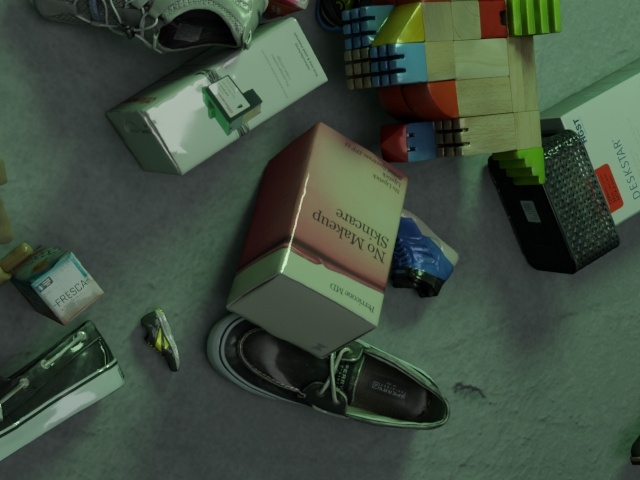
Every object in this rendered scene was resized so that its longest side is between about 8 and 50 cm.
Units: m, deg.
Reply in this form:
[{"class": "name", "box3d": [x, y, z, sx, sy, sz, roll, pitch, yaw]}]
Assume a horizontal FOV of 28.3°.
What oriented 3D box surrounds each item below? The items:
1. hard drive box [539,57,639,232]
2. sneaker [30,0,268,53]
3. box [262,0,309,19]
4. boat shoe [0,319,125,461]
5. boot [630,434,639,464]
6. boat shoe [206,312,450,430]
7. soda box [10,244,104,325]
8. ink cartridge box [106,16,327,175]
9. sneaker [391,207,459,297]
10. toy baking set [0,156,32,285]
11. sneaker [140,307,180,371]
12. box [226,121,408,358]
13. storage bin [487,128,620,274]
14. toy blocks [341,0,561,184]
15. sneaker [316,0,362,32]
[{"class": "hard drive box", "box3d": [0.435, -0.141, 1.806, 0.232, 0.089, 0.181, -30, 104, -19]}, {"class": "sneaker", "box3d": [-0.201, -0.271, 1.449, 0.281, 0.105, 0.115, 1, 57, 8]}, {"class": "box", "box3d": [-0.051, -0.416, 1.556, 0.128, 0.122, 0.257, 22, 84, -22]}, {"class": "boat shoe", "box3d": [-0.374, 0.192, 1.456, 0.306, 0.113, 0.105, -30, 98, -22]}, {"class": "boot", "box3d": [0.501, 0.227, 1.872, 0.198, 0.077, 0.137, -36, 102, -32]}, {"class": "boat shoe", "box3d": [0.023, 0.163, 1.623, 0.335, 0.119, 0.121, 16, 86, -24]}, {"class": "soda box", "box3d": [-0.304, 0.049, 1.438, 0.058, 0.183, 0.063, -41, 107, -16]}, {"class": "ink cartridge box", "box3d": [-0.127, -0.172, 1.517, 0.219, 0.160, 0.093, -35, 108, -17]}, {"class": "sneaker", "box3d": [0.113, 0.018, 1.688, 0.152, 0.058, 0.085, 39, 69, -27]}, {"class": "toy baking set", "box3d": [-0.414, 0.013, 1.381, 0.256, 0.030, 0.197, -32, 145, 8]}, {"class": "sneaker", "box3d": [-0.199, 0.126, 1.576, 0.035, 0.031, 0.083, -19, 97, -8]}, {"class": "box", "box3d": [0.000, 0.000, 1.551, 0.148, 0.127, 0.232, 29, 53, -22]}, {"class": "storage bin", "box3d": [0.319, -0.053, 1.740, 0.084, 0.122, 0.180, -30, 104, -20]}, {"class": "toy blocks", "box3d": [0.143, -0.246, 1.584, 0.260, 0.190, 0.382, -10, 98, -37]}, {"class": "sneaker", "box3d": [0.040, -0.361, 1.624, 0.067, 0.078, 0.188, 8, 90, -24]}]
